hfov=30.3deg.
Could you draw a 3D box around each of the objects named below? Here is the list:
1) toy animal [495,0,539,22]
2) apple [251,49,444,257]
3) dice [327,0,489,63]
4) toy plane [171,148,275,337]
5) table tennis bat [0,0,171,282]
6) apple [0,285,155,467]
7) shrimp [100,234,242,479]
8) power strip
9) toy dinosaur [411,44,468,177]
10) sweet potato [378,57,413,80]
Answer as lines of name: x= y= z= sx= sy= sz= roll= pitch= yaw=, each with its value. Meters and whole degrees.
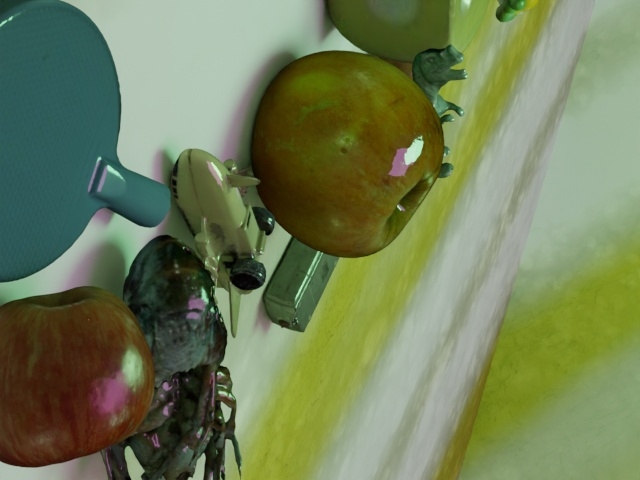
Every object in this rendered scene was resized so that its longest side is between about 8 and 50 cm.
toy animal: x=0.256 y=-0.448 z=1.626 sx=0.183 sy=0.247 sz=0.310 roll=-35 pitch=178 yaw=25
apple: x=0.025 y=-0.101 z=1.349 sx=0.237 sy=0.207 sz=0.237 roll=-46 pitch=161 yaw=-21
dice: x=0.113 y=-0.325 z=1.411 sx=0.169 sy=0.166 sz=0.169 roll=91 pitch=25 yaw=-43
toy plane: x=-0.097 y=-0.010 z=1.211 sx=0.244 sy=0.092 sz=0.229 roll=86 pitch=11 yaw=-54
table tennis bat: x=-0.205 y=-0.065 z=0.921 sx=0.329 sy=0.044 sz=0.215 roll=32 pitch=75 yaw=-69
apple: x=-0.201 y=0.104 z=0.921 sx=0.146 sy=0.146 sz=0.131 roll=-9 pitch=91 yaw=-70
shrimp: x=-0.166 y=0.167 z=1.132 sx=0.172 sy=0.137 sz=0.372 roll=-7 pitch=114 yaw=-23
power strip: x=0.000 y=0.000 z=1.562 sx=0.078 sy=0.052 sz=0.272 roll=76 pitch=34 yaw=-57
toy dinosaur: x=0.118 y=-0.123 z=1.490 sx=0.076 sy=0.129 sz=0.383 roll=-31 pitch=173 yaw=-24
sweet potato: x=0.127 y=-0.296 z=1.602 sx=0.097 sy=0.097 sz=0.251 roll=-14 pitch=118 yaw=-69
